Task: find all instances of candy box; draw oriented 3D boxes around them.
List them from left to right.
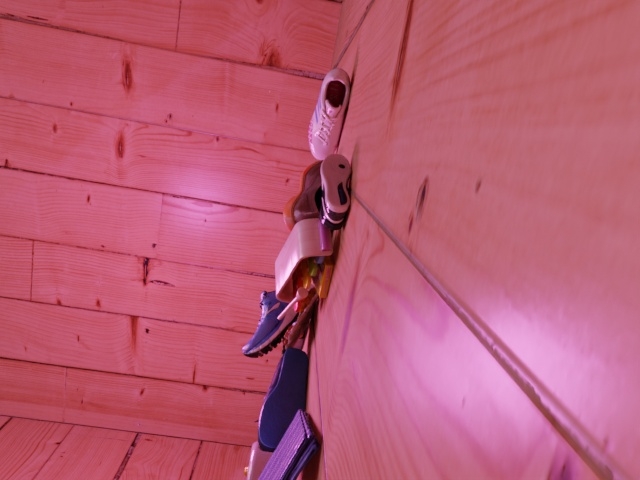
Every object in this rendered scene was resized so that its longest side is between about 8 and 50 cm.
[{"bbox_3d":[-0.008,0.065,1.361,0.206,0.027,0.105,-118,33,-59],"label":"candy box"}]

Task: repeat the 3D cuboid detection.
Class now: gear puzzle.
[{"bbox_3d":[-0.073,0.253,1.535,0.175,0.044,0.338,-53,-12,-33],"label":"gear puzzle"}]

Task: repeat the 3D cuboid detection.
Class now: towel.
[{"bbox_3d":[-0.088,0.529,1.107,0.243,0.040,0.336,-57,-1,-11],"label":"towel"}]

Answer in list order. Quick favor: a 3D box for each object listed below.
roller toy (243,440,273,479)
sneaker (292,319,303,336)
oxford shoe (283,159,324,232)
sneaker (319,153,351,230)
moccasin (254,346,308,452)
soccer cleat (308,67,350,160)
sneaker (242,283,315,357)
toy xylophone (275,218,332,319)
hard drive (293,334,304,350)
[{"bbox_3d":[-0.181,0.773,1.577,0.191,0.147,0.209,-86,6,-51],"label":"roller toy"},{"bbox_3d":[-0.070,0.253,1.788,0.087,0.083,0.221,128,148,-52],"label":"sneaker"},{"bbox_3d":[0.004,-0.157,1.550,0.130,0.133,0.363,55,-144,-28],"label":"oxford shoe"},{"bbox_3d":[0.028,-0.118,1.225,0.121,0.079,0.216,106,170,-46],"label":"sneaker"},{"bbox_3d":[-0.103,0.485,1.430,0.342,0.138,0.116,-65,0,-52],"label":"moccasin"},{"bbox_3d":[0.024,-0.421,1.641,0.143,0.116,0.331,-89,10,-61],"label":"soccer cleat"},{"bbox_3d":[-0.164,0.257,1.641,0.330,0.147,0.129,-51,-13,-22],"label":"sneaker"},{"bbox_3d":[-0.060,0.089,1.323,0.322,0.081,0.236,130,143,-58],"label":"toy xylophone"},{"bbox_3d":[-0.097,0.373,1.916,0.254,0.054,0.171,107,171,-58],"label":"hard drive"}]
